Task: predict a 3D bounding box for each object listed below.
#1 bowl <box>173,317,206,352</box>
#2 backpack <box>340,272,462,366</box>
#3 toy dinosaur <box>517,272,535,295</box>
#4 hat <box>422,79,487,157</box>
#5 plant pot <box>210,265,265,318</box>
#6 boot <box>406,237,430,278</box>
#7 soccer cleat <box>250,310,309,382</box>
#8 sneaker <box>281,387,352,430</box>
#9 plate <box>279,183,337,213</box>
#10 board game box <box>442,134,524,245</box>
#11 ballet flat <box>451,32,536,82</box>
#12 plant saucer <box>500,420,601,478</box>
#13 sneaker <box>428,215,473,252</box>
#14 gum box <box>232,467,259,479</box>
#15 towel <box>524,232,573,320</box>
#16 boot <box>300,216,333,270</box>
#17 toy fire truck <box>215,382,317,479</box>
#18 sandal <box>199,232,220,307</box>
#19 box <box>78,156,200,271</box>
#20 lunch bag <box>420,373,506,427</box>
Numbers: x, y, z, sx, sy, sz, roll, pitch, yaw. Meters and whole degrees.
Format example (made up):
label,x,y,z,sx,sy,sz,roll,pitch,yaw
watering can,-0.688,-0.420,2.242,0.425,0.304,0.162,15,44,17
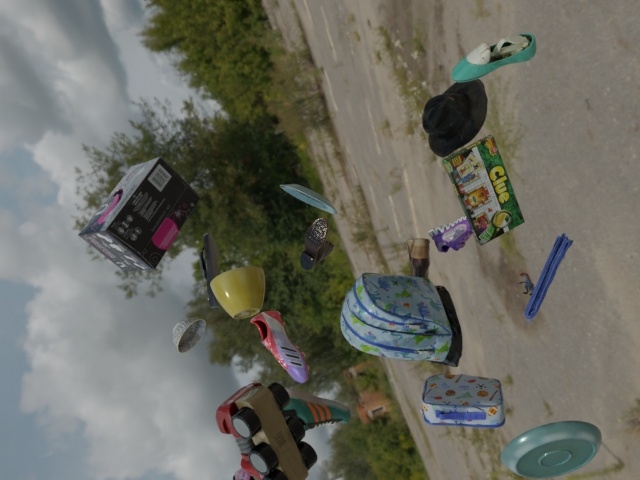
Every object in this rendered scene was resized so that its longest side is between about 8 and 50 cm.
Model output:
label,x,y,z,sx,sy,sz,roll,pitch,yaw
bowl,-0.587,0.396,2.257,0.080,0.170,0.170,30,165,19
backpack,0.238,0.233,1.598,0.290,0.356,0.273,-94,2,-50
toy dinosaur,0.686,0.140,1.717,0.047,0.090,0.082,26,125,56
hat,0.482,-0.495,2.006,0.331,0.134,0.331,-38,45,52
plant pot,-0.190,0.134,1.255,0.134,0.134,0.095,69,-178,-68
boot,0.364,0.096,1.931,0.248,0.090,0.206,3,-92,-80
soccer cleat,-0.122,0.323,1.555,0.248,0.095,0.083,60,137,21
sneaker,-0.029,0.590,1.746,0.108,0.302,0.121,-32,42,51
plate,-0.030,-0.127,1.508,0.188,0.024,0.188,25,176,2
board game box,0.422,-0.124,1.331,0.259,0.136,0.030,60,180,-23
ballet flat,0.476,-0.515,1.429,0.087,0.247,0.083,73,179,-55
plant saucer,0.735,0.673,1.638,0.043,0.318,0.317,-98,-10,-49
sneaker,0.502,-0.020,1.862,0.095,0.236,0.104,6,-113,-40
gum box,-0.237,0.914,1.902,0.188,0.062,0.107,40,163,18
towel,0.639,0.120,1.459,0.040,0.243,0.336,25,180,25
boot,0.000,0.000,1.858,0.082,0.106,0.219,37,125,22
toy fire truck,-0.145,0.414,1.117,0.158,0.246,0.217,-32,-79,-47
sandal,-0.375,0.096,1.722,0.097,0.055,0.254,67,-163,-77
box,-0.456,-0.065,1.319,0.163,0.142,0.247,49,-131,-34
lunch bag,0.515,0.591,1.895,0.243,0.304,0.114,-43,-54,-69
